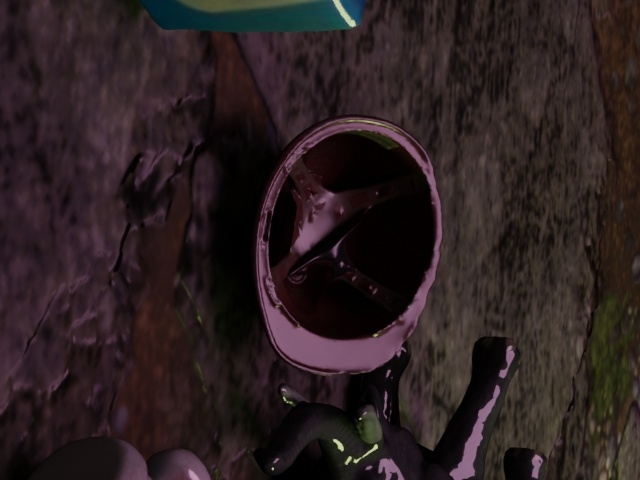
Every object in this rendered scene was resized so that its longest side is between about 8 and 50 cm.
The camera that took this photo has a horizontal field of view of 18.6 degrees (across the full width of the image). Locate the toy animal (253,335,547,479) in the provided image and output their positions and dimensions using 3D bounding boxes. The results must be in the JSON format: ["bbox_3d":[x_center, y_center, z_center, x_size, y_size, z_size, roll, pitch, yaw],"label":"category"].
[{"bbox_3d":[0.041,0.107,0.914,0.269,0.082,0.137,59,42,-51],"label":"toy animal"}]

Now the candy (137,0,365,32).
[{"bbox_3d":[-0.010,-0.245,0.737,0.157,0.100,0.306,57,46,-52],"label":"candy"}]

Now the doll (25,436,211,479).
[{"bbox_3d":[-0.024,0.195,0.744,0.290,0.130,0.161,54,39,-33],"label":"doll"}]

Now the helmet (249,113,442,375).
[{"bbox_3d":[0.000,0.000,0.845,0.089,0.057,0.111,10,90,-28],"label":"helmet"}]
